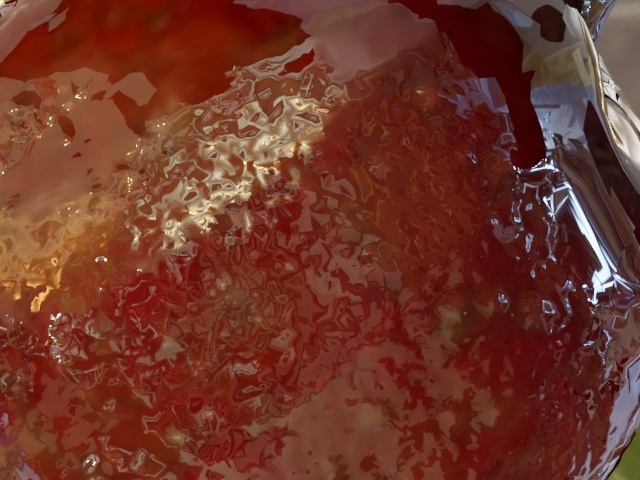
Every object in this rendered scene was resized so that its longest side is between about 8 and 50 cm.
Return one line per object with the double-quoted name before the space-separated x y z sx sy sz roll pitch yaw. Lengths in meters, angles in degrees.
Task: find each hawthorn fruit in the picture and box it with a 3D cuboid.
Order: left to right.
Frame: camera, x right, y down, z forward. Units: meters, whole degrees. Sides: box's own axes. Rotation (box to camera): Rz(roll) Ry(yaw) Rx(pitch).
"hawthorn fruit" 0.000 0.000 0.496 0.250 0.215 0.215 -40 -13 3

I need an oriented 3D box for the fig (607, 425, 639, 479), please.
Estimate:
"fig" 0.119 0.106 0.929 0.206 0.206 0.275 0 11 -31
